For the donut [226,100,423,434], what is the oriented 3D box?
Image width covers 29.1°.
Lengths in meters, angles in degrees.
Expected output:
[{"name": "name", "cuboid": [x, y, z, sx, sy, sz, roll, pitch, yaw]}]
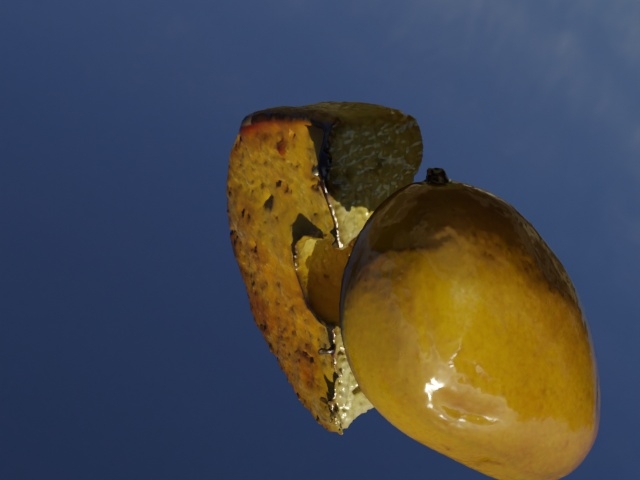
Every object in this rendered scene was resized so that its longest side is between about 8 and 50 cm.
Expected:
[{"name": "donut", "cuboid": [-0.003, -0.006, 0.905, 0.101, 0.259, 0.152, -24, -141, -27]}]

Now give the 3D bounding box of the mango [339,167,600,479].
[{"name": "mango", "cuboid": [0.096, 0.067, 0.755, 0.147, 0.109, 0.227, -45, -62, -22]}]
